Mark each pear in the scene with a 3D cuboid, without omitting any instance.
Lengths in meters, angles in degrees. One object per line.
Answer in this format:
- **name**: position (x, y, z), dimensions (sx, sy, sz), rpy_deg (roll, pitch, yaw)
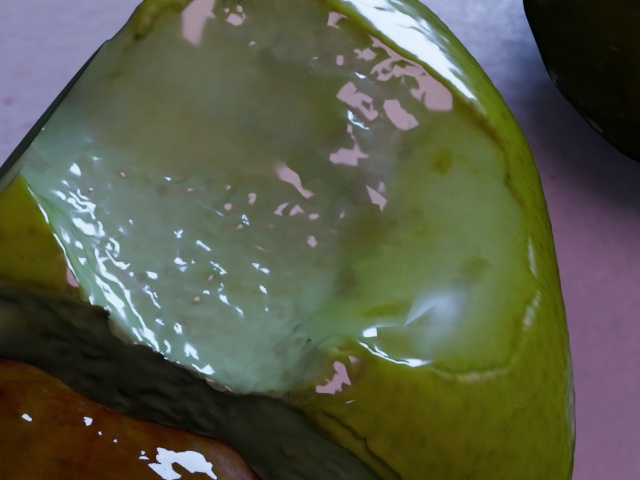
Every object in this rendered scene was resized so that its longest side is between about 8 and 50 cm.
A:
- **pear**: position (0.000, 0.000, 0.673), dimensions (0.286, 0.176, 0.282), rpy_deg (27, 51, 2)

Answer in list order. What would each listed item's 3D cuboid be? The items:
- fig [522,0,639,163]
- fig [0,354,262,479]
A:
- **fig**: position (0.193, -0.136, 0.840), dimensions (0.195, 0.195, 0.245), rpy_deg (0, 20, -15)
- **fig**: position (-0.128, 0.155, 0.478), dimensions (0.190, 0.191, 0.290), rpy_deg (32, 35, 8)
